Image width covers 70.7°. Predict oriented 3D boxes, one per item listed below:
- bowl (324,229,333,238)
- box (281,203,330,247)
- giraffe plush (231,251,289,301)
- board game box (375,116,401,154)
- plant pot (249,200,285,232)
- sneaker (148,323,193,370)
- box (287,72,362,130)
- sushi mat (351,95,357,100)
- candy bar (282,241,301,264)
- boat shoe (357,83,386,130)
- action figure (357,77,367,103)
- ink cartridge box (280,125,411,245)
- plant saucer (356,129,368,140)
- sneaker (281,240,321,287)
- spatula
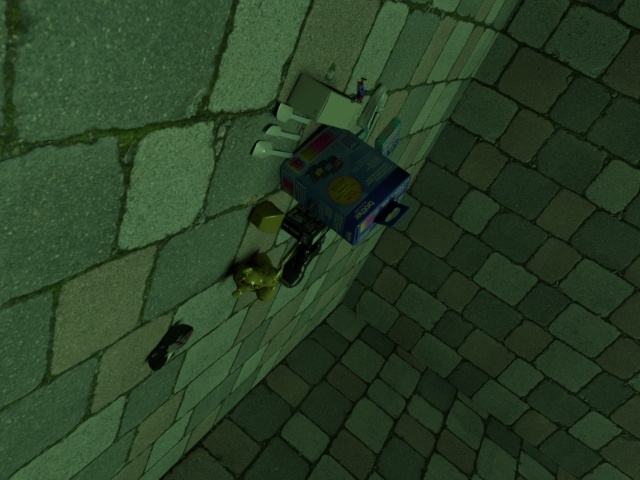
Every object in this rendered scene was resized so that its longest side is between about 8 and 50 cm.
[{"bbox_3d":[0.052,-0.088,2.251,0.142,0.053,0.142,-50,166,-18],"label":"bowl"},{"bbox_3d":[-0.041,-0.078,1.783,0.180,0.147,0.077,-44,162,-39],"label":"box"},{"bbox_3d":[-0.244,0.140,1.635,0.170,0.210,0.181,-1,97,-44],"label":"giraffe plush"},{"bbox_3d":[0.332,-0.487,2.241,0.160,0.047,0.210,-51,165,-12],"label":"board game box"},{"bbox_3d":[-0.183,-0.073,1.482,0.083,0.081,0.081,-13,138,-54],"label":"plant pot"},{"bbox_3d":[-0.495,0.347,1.500,0.178,0.072,0.077,-44,176,-7],"label":"sneaker"},{"bbox_3d":[0.021,-0.398,1.321,0.094,0.113,0.275,-60,166,18],"label":"box"},{"bbox_3d":[0.048,-0.372,1.654,0.151,0.019,0.316,-40,160,-41],"label":"sushi mat"},{"bbox_3d":[-0.127,0.049,2.058,0.161,0.018,0.040,-50,167,-15],"label":"candy bar"},{"bbox_3d":[0.214,-0.516,1.763,0.184,0.063,0.066,-57,165,13],"label":"boat shoe"},{"bbox_3d":[0.147,-0.525,1.603,0.038,0.030,0.115,-55,169,-17],"label":"action figure"},{"bbox_3d":[0.102,-0.173,1.480,0.270,0.395,0.151,-44,163,-20],"label":"ink cartridge box"},{"bbox_3d":[0.142,-0.408,1.876,0.192,0.018,0.067,-47,164,-31],"label":"plant saucer"},{"bbox_3d":[-0.091,0.086,2.077,0.286,0.109,0.130,-60,176,-18],"label":"sneaker"},{"bbox_3d":[-0.107,-0.306,1.316,0.168,0.019,0.242,-61,167,15],"label":"spatula"}]
